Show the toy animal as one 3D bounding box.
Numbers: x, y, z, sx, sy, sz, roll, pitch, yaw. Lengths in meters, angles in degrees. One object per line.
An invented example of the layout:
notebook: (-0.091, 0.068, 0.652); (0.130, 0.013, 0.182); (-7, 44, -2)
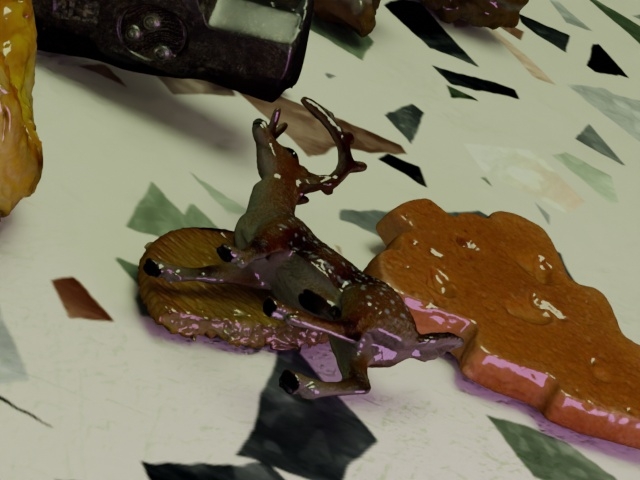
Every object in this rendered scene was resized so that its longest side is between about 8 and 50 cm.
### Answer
toy animal: (-0.012, 0.012, 1.272); (0.243, 0.087, 0.260); (51, 29, 13)

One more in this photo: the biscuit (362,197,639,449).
biscuit: (0.168, 0.074, 1.417); (0.306, 0.043, 0.284); (42, 29, 22)

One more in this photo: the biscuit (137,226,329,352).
biscuit: (-0.055, 0.036, 1.280); (0.206, 0.025, 0.126); (8, 33, -39)

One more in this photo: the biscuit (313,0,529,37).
biscuit: (0.065, -0.336, 1.980); (0.366, 0.115, 0.268); (-3, 40, -50)

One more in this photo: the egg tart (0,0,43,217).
egg tart: (-0.260, -0.154, 1.179); (0.116, 0.295, 0.295); (-8, 34, -5)

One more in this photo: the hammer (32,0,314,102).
hammer: (-0.129, -0.232, 1.613); (0.242, 0.095, 0.409); (10, 17, -3)
